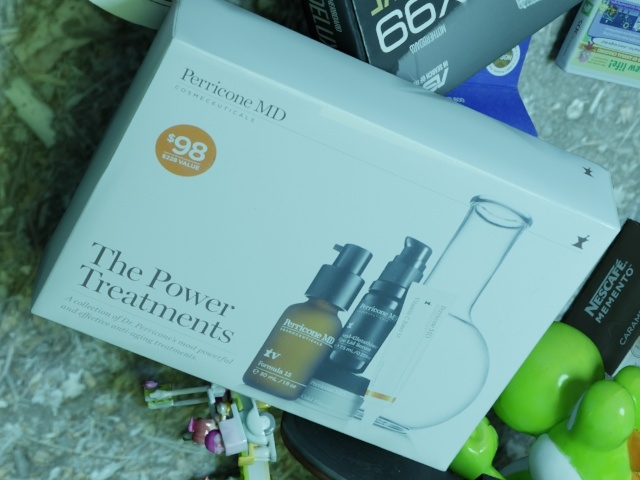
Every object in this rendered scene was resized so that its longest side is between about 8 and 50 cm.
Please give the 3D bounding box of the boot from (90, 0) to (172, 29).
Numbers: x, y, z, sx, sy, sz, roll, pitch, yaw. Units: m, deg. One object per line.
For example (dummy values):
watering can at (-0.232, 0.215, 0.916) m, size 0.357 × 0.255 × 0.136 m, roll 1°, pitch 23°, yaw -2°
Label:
boot at (-0.157, -0.273, 1.412) m, size 0.244 × 0.088 × 0.176 m, roll 29°, pitch 98°, yaw -33°

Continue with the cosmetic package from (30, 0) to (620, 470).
cosmetic package at (0.000, 0.000, 1.502) m, size 0.377 × 0.097 × 0.284 m, roll 22°, pitch 121°, yaw -14°

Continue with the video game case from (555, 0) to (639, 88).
video game case at (0.334, -0.224, 1.729) m, size 0.212 × 0.023 × 0.193 m, roll 8°, pitch 116°, yaw -35°

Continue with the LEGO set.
LEGO set at (-0.095, 0.187, 1.691) m, size 0.107 × 0.132 × 0.287 m, roll -7°, pitch 147°, yaw -5°

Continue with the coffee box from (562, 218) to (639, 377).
coffee box at (0.376, 0.092, 1.892) m, size 0.246 × 0.098 × 0.141 m, roll 25°, pitch 101°, yaw -37°

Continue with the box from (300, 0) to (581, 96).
box at (0.112, -0.265, 1.522) m, size 0.307 × 0.076 × 0.242 m, roll -35°, pitch 128°, yaw -26°

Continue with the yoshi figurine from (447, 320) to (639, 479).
yoshi figurine at (0.202, 0.205, 1.808) m, size 0.203 × 0.203 × 0.362 m, roll 23°, pitch 136°, yaw -1°

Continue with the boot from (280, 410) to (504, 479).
boot at (0.036, 0.268, 1.773) m, size 0.264 × 0.096 × 0.280 m, roll 22°, pitch 141°, yaw -15°

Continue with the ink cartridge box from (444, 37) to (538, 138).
ink cartridge box at (0.082, -0.017, 1.699) m, size 0.176 × 0.069 × 0.371 m, roll 2°, pitch 113°, yaw -29°
